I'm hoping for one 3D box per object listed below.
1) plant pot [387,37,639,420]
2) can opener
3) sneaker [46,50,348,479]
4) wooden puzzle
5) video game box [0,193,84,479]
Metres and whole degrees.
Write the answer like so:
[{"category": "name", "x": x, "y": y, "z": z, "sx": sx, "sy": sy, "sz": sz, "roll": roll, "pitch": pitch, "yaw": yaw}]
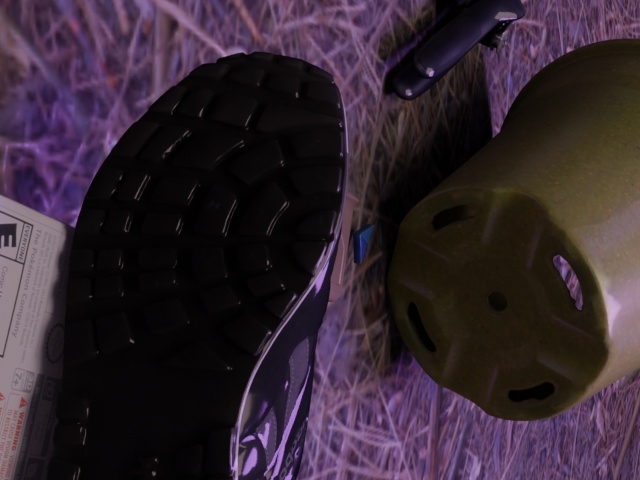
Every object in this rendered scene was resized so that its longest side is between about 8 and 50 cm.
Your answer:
[{"category": "plant pot", "x": 0.192, "y": 0.006, "z": 0.927, "sx": 0.254, "sy": 0.276, "sz": 0.276, "roll": -28, "pitch": 119, "yaw": -45}, {"category": "can opener", "x": 0.102, "y": -0.155, "z": 0.924, "sx": 0.186, "sy": 0.073, "sz": 0.059, "roll": -51, "pitch": 176, "yaw": -44}, {"category": "sneaker", "x": -0.051, "y": 0.061, "z": 0.522, "sx": 0.124, "sy": 0.107, "sz": 0.283, "roll": 57, "pitch": 46, "yaw": -72}, {"category": "wooden puzzle", "x": 0.000, "y": 0.000, "z": 0.779, "sx": 0.116, "sy": 0.014, "sz": 0.078, "roll": 37, "pitch": 65, "yaw": -59}, {"category": "video game box", "x": -0.126, "y": 0.095, "z": 0.509, "sx": 0.187, "sy": 0.048, "sz": 0.205, "roll": 31, "pitch": 66, "yaw": -58}]
